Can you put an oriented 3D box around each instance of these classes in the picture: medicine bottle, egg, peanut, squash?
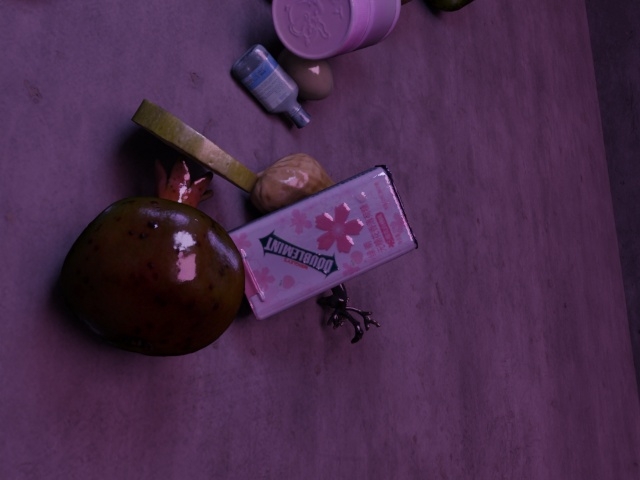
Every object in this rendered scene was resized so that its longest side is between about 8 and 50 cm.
[{"bbox_3d":[0.043,-0.526,1.527,0.202,0.202,0.316,65,30,-9],"label":"medicine bottle"},{"bbox_3d":[-0.034,-0.392,1.582,0.152,0.114,0.114,36,54,-20],"label":"egg"},{"bbox_3d":[-0.102,-0.340,1.523,0.208,0.090,0.054,45,8,-29],"label":"medicine bottle"},{"bbox_3d":[-0.025,-0.101,1.482,0.291,0.143,0.159,24,79,-41],"label":"peanut"},{"bbox_3d":[-0.223,-0.168,1.236,0.252,0.252,0.049,33,88,-35],"label":"squash"}]

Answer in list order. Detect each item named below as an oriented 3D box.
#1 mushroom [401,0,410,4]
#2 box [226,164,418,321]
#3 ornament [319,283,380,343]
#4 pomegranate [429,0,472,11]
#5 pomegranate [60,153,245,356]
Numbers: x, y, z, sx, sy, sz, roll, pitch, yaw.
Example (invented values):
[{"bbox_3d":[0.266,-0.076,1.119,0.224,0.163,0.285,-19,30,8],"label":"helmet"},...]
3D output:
[{"bbox_3d":[0.165,-0.767,1.714,0.362,0.362,0.295,48,24,-25],"label":"mushroom"},{"bbox_3d":[0.000,0.000,1.356,0.369,0.112,0.190,-23,100,-9],"label":"box"},{"bbox_3d":[0.083,0.106,1.500,0.080,0.202,0.236,-30,102,-67],"label":"ornament"},{"bbox_3d":[0.402,-0.863,2.137,0.203,0.222,0.277,8,40,-37],"label":"pomegranate"},{"bbox_3d":[-0.279,0.033,1.122,0.290,0.291,0.324,22,38,-40],"label":"pomegranate"}]
